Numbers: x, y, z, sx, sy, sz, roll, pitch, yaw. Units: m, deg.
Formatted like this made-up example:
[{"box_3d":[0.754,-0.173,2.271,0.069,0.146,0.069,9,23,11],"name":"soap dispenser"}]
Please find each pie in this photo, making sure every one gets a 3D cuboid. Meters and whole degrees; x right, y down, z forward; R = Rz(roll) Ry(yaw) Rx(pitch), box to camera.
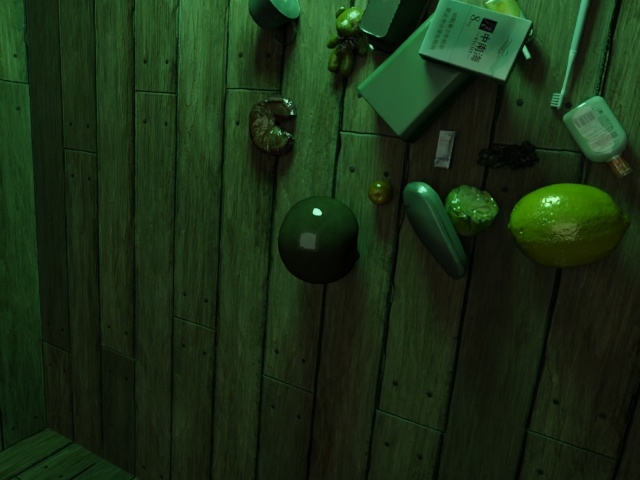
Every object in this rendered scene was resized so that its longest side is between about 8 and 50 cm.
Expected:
[{"box_3d":[-0.174,-0.418,1.691,0.205,0.054,0.218,-4,97,28],"name":"pie"}]

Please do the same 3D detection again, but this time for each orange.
[{"box_3d":[0.198,-0.157,1.532,0.084,0.070,0.083,10,118,19],"name":"orange"}]

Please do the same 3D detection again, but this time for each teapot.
[{"box_3d":[-0.173,-0.783,1.581,0.149,0.162,0.239,-22,118,38],"name":"teapot"}]

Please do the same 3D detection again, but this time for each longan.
[{"box_3d":[-0.003,0.002,1.547,0.298,0.297,0.296,5,101,27],"name":"longan"}]

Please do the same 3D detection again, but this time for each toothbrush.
[{"box_3d":[0.679,-0.526,1.238,0.030,0.025,0.341,18,108,27],"name":"toothbrush"}]

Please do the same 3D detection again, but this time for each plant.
[{"box_3d":[0.537,-0.242,1.338,0.175,0.087,0.085,2,125,32],"name":"plant"}]

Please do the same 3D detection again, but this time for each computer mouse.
[{"box_3d":[0.341,-0.027,1.415,0.095,0.197,0.330,-26,86,-1],"name":"computer mouse"}]

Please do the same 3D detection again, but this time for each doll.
[{"box_3d":[0.083,-0.642,1.495,0.137,0.097,0.209,20,113,18],"name":"doll"}]

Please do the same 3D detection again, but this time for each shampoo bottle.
[{"box_3d":[0.749,-0.267,1.231,0.108,0.051,0.220,-33,84,28],"name":"shampoo bottle"}]

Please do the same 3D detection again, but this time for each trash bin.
[{"box_3d":[0.314,-0.488,1.367,0.343,0.158,0.222,-43,80,21],"name":"trash bin"}]

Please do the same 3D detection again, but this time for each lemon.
[{"box_3d":[0.644,-0.039,1.228,0.263,0.236,0.235,-32,83,48],"name":"lemon"}]

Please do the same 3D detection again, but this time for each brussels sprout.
[{"box_3d":[0.442,-0.081,1.390,0.149,0.151,0.122,20,148,0],"name":"brussels sprout"}]

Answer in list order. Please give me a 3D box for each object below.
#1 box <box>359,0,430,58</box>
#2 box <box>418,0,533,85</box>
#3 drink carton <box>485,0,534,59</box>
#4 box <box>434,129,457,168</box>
[{"box_3d":[0.218,-0.691,1.364,0.138,0.178,0.274,31,111,20],"name":"box"},{"box_3d":[0.400,-0.518,1.207,0.243,0.067,0.155,27,107,18],"name":"box"},{"box_3d":[0.534,-0.582,1.275,0.084,0.075,0.199,-27,87,30],"name":"drink carton"},{"box_3d":[0.386,-0.281,1.429,0.051,0.036,0.117,11,104,25],"name":"box"}]
